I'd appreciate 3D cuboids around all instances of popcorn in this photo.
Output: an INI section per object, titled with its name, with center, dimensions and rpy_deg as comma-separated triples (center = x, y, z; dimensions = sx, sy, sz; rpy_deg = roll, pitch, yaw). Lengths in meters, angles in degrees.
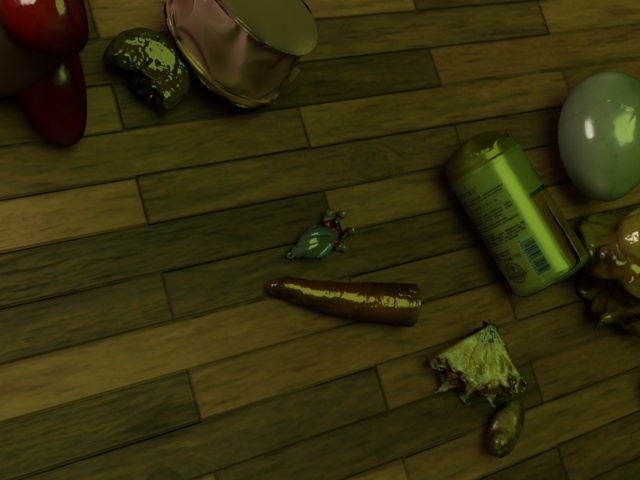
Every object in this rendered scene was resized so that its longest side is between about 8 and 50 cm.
[popcorn]
center = 0.501, 0.040, 1.236
dimensions = 0.253, 0.190, 0.191
rpy_deg = 13, 64, -17

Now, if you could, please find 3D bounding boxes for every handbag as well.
[handbag]
center = -0.103, -0.280, 1.058
dimensions = 0.205, 0.116, 0.179
rpy_deg = 51, 38, -4

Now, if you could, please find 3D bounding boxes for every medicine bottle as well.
[medicine bottle]
center = 0.277, -0.045, 1.194
dimensions = 0.124, 0.124, 0.239
rpy_deg = -29, 89, -28

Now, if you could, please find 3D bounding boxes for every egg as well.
[egg]
center = 0.446, -0.161, 1.283
dimensions = 0.151, 0.151, 0.209
rpy_deg = 15, 72, -20

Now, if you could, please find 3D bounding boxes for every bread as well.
[bread]
center = -0.214, -0.219, 1.049
dimensions = 0.113, 0.060, 0.082
rpy_deg = 44, 64, -10

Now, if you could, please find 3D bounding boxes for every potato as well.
[potato]
center = 0.254, 0.261, 1.142
dimensions = 0.045, 0.046, 0.092
rpy_deg = 47, 52, -21

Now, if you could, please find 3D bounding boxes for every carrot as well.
[carrot]
center = 0.029, 0.074, 1.089
dimensions = 0.209, 0.061, 0.061
rpy_deg = 8, 73, -17

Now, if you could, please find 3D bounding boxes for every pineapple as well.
[pineapple]
center = 0.215, 0.165, 1.137
dimensions = 0.137, 0.069, 0.116
rpy_deg = 20, 70, -17

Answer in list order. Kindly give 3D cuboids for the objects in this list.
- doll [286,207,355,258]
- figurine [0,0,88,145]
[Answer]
[doll]
center = 0.001, 0.000, 1.101
dimensions = 0.114, 0.039, 0.057
rpy_deg = -32, 133, -36
[figurine]
center = -0.372, -0.261, 0.899
dimensions = 0.261, 0.270, 0.211
rpy_deg = 8, 66, -11
